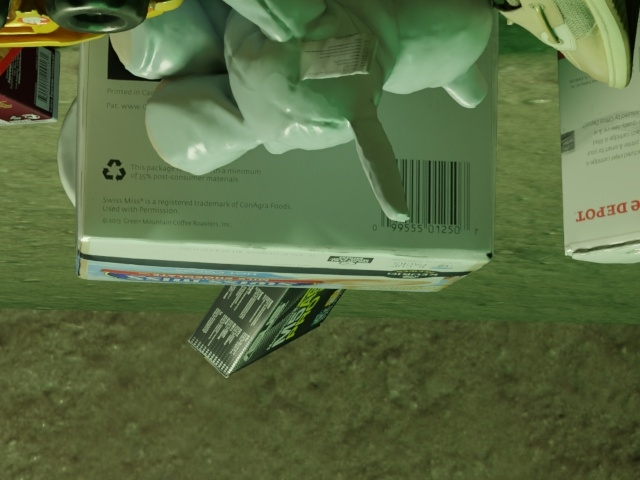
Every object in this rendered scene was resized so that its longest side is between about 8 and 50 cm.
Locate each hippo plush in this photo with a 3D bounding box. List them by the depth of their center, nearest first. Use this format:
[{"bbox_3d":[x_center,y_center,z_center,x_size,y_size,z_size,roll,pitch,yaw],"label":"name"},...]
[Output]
[{"bbox_3d":[0.011,-0.179,1.404,0.236,0.234,0.294,-29,-154,-37],"label":"hippo plush"}]

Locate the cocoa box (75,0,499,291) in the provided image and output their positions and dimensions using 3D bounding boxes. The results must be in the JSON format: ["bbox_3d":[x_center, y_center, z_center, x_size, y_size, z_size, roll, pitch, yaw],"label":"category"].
[{"bbox_3d":[-0.038,-0.084,1.682,0.347,0.231,0.228,2,170,-7],"label":"cocoa box"}]

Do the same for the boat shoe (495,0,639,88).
[{"bbox_3d":[0.179,-0.197,1.424,0.098,0.109,0.302,3,165,17],"label":"boat shoe"}]

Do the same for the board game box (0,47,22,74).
[{"bbox_3d":[-0.284,-0.152,1.480,0.147,0.193,0.045,-9,128,42],"label":"board game box"}]

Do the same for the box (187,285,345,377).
[{"bbox_3d":[0.000,0.000,1.982,0.060,0.270,0.216,40,-154,12],"label":"box"}]

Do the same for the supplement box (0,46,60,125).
[{"bbox_3d":[-0.346,-0.160,1.723,0.130,0.073,0.239,-4,168,23],"label":"supplement box"}]

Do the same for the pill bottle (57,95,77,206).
[{"bbox_3d":[-0.120,-0.067,1.957,0.169,0.169,0.301,-4,169,24],"label":"pill bottle"}]

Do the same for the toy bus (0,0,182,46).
[{"bbox_3d":[-0.193,-0.190,1.307,0.220,0.149,0.211,0,165,-1],"label":"toy bus"}]

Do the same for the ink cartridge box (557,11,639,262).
[{"bbox_3d":[0.286,-0.096,1.636,0.092,0.217,0.158,9,167,-39],"label":"ink cartridge box"}]
